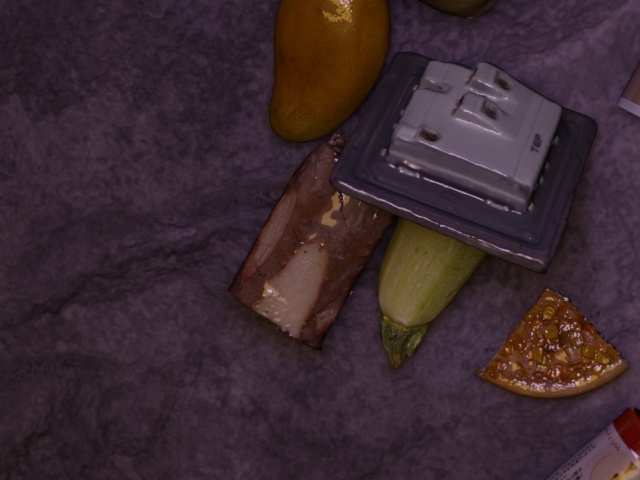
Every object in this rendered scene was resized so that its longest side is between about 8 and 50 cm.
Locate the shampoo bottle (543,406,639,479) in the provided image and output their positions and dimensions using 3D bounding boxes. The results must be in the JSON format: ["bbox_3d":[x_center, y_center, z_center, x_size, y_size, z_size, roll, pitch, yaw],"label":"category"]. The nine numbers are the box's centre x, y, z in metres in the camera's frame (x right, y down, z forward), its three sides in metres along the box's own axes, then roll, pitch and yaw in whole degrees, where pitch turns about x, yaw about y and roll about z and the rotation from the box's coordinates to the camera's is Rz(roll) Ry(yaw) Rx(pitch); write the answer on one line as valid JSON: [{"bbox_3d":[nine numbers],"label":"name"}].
[{"bbox_3d":[0.295,0.321,1.683,0.278,0.104,0.104,-44,89,13],"label":"shampoo bottle"}]

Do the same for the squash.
[{"bbox_3d":[0.123,0.015,1.660,0.137,0.137,0.287,33,104,4],"label":"squash"}]

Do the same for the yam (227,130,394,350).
[{"bbox_3d":[0.000,-0.001,1.680,0.129,0.128,0.238,22,106,-38],"label":"yam"}]

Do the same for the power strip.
[{"bbox_3d":[0.169,-0.109,1.575,0.251,0.257,0.092,25,137,1],"label":"power strip"}]

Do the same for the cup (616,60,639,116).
[{"bbox_3d":[0.398,-0.173,1.606,0.102,0.074,0.099,27,102,5],"label":"cup"}]

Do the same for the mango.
[{"bbox_3d":[0.007,-0.217,1.661,0.136,0.099,0.227,19,109,2],"label":"mango"}]

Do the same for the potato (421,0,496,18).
[{"bbox_3d":[0.118,-0.364,1.519,0.218,0.351,0.202,-25,50,13],"label":"potato"}]

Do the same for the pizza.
[{"bbox_3d":[0.274,0.123,1.690,0.178,0.041,0.130,8,98,9],"label":"pizza"}]
